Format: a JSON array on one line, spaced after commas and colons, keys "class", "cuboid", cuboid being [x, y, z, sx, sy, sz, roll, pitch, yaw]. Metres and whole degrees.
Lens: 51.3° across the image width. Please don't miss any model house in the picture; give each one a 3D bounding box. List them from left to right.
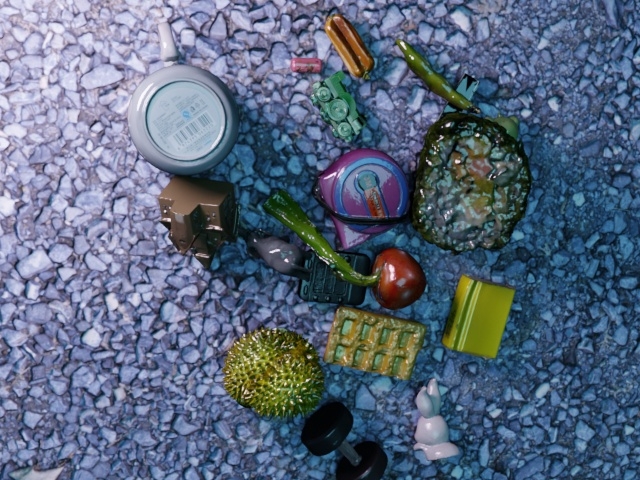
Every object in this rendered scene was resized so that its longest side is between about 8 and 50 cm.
[{"class": "model house", "cuboid": [-0.303, -0.010, 1.660, 0.181, 0.176, 0.248, 8, 128, 14]}]

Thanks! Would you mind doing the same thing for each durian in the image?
[{"class": "durian", "cuboid": [-0.115, 0.335, 1.708, 0.291, 0.291, 0.224, 14, 81, -14]}]

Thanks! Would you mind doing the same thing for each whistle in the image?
[{"class": "whistle", "cuboid": [0.498, -0.242, 1.834, 0.105, 0.085, 0.227, -4, 98, -11]}]

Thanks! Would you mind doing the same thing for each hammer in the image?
[{"class": "hammer", "cuboid": [-0.036, -0.449, 1.712, 0.083, 0.043, 0.043, -2, 99, -14]}]

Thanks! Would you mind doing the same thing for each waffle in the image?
[{"class": "waffle", "cuboid": [0.149, 0.283, 1.851, 0.274, 0.057, 0.168, 14, 95, -14]}]

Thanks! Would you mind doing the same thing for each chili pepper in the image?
[{"class": "chili pepper", "cuboid": [0.000, 0.000, 1.702, 0.359, 0.076, 0.085, 41, 61, 14]}]

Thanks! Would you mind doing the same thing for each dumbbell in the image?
[{"class": "dumbbell", "cuboid": [0.066, 0.569, 1.828, 0.152, 0.152, 0.218, -40, 105, -4]}]

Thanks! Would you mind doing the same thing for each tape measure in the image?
[{"class": "tape measure", "cuboid": [0.107, -0.120, 1.743, 0.245, 0.149, 0.231, -20, 105, -1]}]

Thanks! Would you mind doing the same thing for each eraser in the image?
[{"class": "eraser", "cuboid": [0.450, 0.218, 1.901, 0.158, 0.069, 0.226, 13, 95, -16]}]

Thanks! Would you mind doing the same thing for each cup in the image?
[{"class": "cup", "cuboid": [-0.326, -0.326, 1.547, 0.259, 0.274, 0.356, -12, 101, -11]}]

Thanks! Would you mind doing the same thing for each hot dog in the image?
[{"class": "hot dog", "cuboid": [0.076, -0.498, 1.720, 0.072, 0.055, 0.188, -35, 104, -2]}]

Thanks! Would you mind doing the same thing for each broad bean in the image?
[{"class": "broad bean", "cuboid": [0.301, -0.423, 1.756, 0.297, 0.060, 0.043, 43, 67, 2]}]

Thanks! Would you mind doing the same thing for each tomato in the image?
[{"class": "tomato", "cuboid": [0.211, 0.109, 1.789, 0.167, 0.167, 0.167, -2, 99, -12]}]

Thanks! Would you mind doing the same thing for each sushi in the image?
[{"class": "sushi", "cuboid": [0.391, -0.143, 1.731, 0.294, 0.178, 0.352, 10, 108, 0]}]

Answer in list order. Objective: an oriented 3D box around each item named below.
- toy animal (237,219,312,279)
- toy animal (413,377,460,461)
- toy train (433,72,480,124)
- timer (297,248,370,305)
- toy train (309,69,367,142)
[{"class": "toy animal", "cuboid": [-0.129, 0.017, 1.720, 0.269, 0.137, 0.082, 30, 95, 26]}, {"class": "toy animal", "cuboid": [0.310, 0.516, 1.909, 0.104, 0.131, 0.221, -5, 74, -38]}, {"class": "toy train", "cuboid": [0.343, -0.331, 1.809, 0.055, 0.048, 0.252, 29, 97, -11]}, {"class": "timer", "cuboid": [0.036, 0.097, 1.804, 0.187, 0.055, 0.144, 7, 99, -17]}, {"class": "toy train", "cuboid": [0.050, -0.345, 1.733, 0.104, 0.071, 0.178, -36, 103, -16]}]
